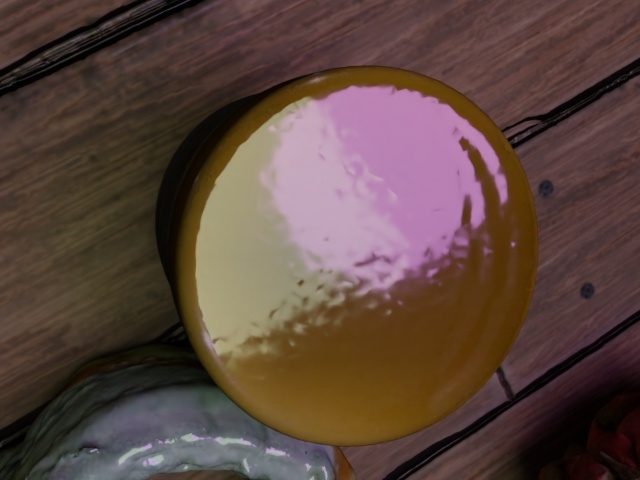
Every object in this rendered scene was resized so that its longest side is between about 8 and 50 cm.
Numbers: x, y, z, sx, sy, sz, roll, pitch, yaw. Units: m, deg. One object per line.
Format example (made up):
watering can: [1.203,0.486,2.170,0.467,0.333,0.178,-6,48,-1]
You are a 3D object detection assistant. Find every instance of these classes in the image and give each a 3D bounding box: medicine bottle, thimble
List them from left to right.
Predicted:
thimble: [-0.114,0.222,0.555,0.288,0.167,0.254,20,91,-20]
medicine bottle: [0.000,0.000,0.522,0.238,0.232,0.238,-2,98,-17]

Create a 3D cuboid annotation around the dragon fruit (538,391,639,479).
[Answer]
dragon fruit: [0.346,0.260,0.660,0.263,0.296,0.314,8,59,-2]
